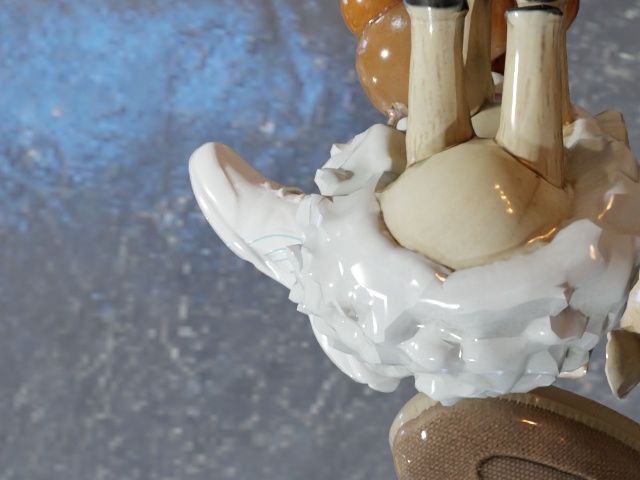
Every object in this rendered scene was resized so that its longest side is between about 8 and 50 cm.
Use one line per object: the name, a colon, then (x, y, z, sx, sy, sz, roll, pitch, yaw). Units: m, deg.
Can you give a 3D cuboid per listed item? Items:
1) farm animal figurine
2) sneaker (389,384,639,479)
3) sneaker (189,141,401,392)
farm animal figurine: (0.164, -0.001, 0.557, 0.330, 0.327, 0.172, 3, 106, 3)
sneaker: (0.092, 0.113, 0.519, 0.188, 0.071, 0.066, 41, 124, -11)
sneaker: (0.000, 0.000, 0.921, 0.152, 0.053, 0.061, 45, 111, 14)
